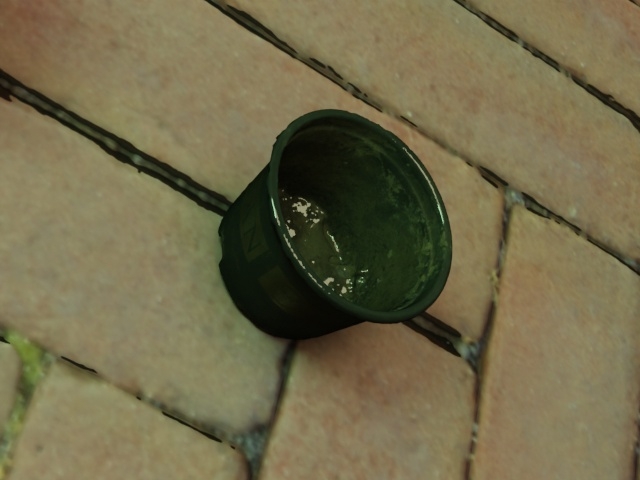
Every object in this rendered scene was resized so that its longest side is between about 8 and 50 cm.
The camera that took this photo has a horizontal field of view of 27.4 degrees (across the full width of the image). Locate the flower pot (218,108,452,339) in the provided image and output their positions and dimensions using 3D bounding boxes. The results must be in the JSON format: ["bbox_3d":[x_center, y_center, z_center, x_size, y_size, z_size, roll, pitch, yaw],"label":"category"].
[{"bbox_3d":[0.000,0.000,0.926,0.157,0.107,0.157,20,56,-32],"label":"flower pot"}]
